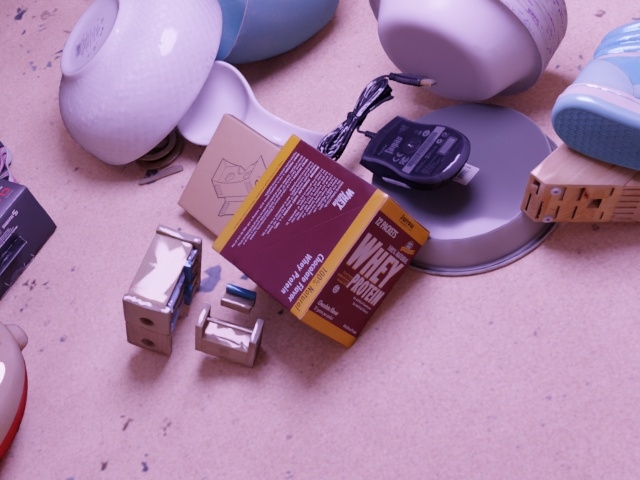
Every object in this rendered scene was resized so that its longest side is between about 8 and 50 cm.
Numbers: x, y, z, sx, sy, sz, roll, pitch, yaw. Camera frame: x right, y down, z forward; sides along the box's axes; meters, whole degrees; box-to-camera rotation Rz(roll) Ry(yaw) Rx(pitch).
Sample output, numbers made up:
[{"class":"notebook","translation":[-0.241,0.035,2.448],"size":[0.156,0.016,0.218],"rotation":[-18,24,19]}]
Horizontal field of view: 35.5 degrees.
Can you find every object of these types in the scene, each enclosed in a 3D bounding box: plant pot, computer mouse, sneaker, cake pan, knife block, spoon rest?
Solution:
[{"class":"plant pot","translation":[-0.079,-0.435,1.681],"size":[0.195,0.290,0.290],"rotation":[0,42,-25]},{"class":"computer mouse","translation":[0.132,-0.151,1.411],"size":[0.262,0.060,0.184],"rotation":[17,64,45]},{"class":"sneaker","translation":[0.462,-0.167,1.203],"size":[0.319,0.127,0.208],"rotation":[25,63,13]},{"class":"sneaker","translation":[-0.578,-0.144,1.737],"size":[0.072,0.077,0.178],"rotation":[-34,48,-9]},{"class":"cake pan","translation":[0.200,-0.084,1.403],"size":[0.293,0.054,0.293],"rotation":[-11,50,13]},{"class":"knife block","translation":[0.397,-0.144,1.314],"size":[0.275,0.088,0.242],"rotation":[0,58,1]},{"class":"spoon rest","translation":[-0.117,-0.192,1.556],"size":[0.276,0.084,0.137],"rotation":[24,93,23]}]

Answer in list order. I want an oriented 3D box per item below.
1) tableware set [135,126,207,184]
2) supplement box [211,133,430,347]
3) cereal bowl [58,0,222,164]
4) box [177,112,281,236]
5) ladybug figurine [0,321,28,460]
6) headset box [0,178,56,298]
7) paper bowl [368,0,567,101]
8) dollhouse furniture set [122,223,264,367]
[{"class":"tableware set","translation":[-0.223,-0.177,1.651],"size":[0.194,0.039,0.128],"rotation":[-19,48,6]},{"class":"supplement box","translation":[0.000,0.000,1.327],"size":[0.194,0.129,0.191],"rotation":[35,90,38]},{"class":"cereal bowl","translation":[-0.321,-0.302,1.637],"size":[0.339,0.141,0.339],"rotation":[-27,48,34]},{"class":"box","translation":[-0.113,-0.077,1.481],"size":[0.201,0.021,0.164],"rotation":[37,103,36]},{"class":"ladybug figurine","translation":[-0.565,0.279,1.330],"size":[0.449,0.162,0.305],"rotation":[-38,50,-11]},{"class":"headset box","translation":[-0.586,0.000,1.599],"size":[0.293,0.110,0.218],"rotation":[16,59,31]},{"class":"paper bowl","translation":[0.196,-0.310,1.435],"size":[0.284,0.284,0.148],"rotation":[21,71,33]},{"class":"dollhouse furniture set","translation":[-0.160,0.089,1.375],"size":[0.183,0.129,0.129],"rotation":[18,57,4]}]
